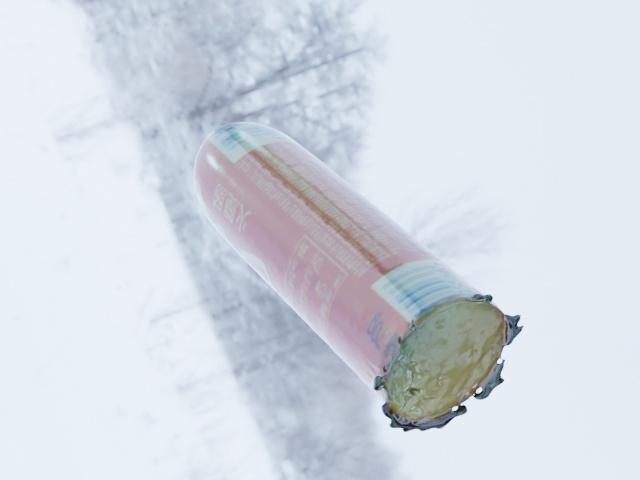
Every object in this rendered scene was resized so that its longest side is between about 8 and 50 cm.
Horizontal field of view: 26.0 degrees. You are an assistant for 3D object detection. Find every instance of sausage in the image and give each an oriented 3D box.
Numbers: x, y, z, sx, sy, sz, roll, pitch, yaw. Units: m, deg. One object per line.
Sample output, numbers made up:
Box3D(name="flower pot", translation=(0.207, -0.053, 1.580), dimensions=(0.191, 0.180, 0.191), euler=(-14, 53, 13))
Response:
Box3D(name="sausage", translation=(0.000, 0.000, 0.742), dimensions=(0.264, 0.083, 0.083), euler=(43, -23, 50))
